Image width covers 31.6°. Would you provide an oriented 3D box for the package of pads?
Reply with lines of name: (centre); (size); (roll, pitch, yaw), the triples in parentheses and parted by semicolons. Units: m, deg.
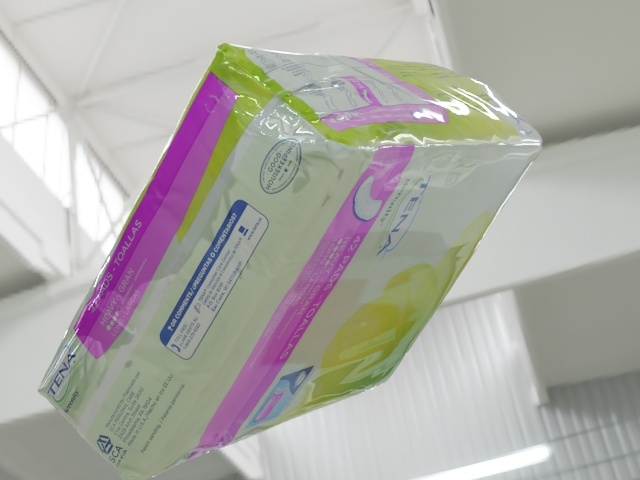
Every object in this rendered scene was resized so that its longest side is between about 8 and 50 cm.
package of pads: (0.000, 0.000, 0.673); (0.229, 0.101, 0.296); (-59, -22, 20)
